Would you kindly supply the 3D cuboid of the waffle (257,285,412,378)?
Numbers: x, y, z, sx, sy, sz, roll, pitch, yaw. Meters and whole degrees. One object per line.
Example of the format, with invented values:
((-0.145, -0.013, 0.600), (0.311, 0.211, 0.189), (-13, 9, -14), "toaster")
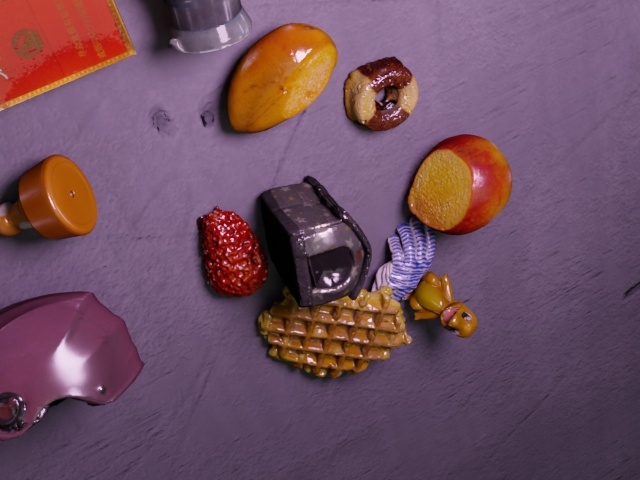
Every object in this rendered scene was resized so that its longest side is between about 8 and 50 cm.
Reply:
((0.031, 0.176, 1.514), (0.300, 0.058, 0.281), (28, 122, -27), "waffle")

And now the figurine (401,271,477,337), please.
((0.269, 0.143, 1.593), (0.122, 0.176, 0.121), (19, 110, -46), "figurine")

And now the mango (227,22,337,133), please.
((-0.072, -0.265, 1.236), (0.217, 0.102, 0.141), (-48, 150, 8), "mango")

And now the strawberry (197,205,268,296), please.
((-0.163, 0.033, 1.370), (0.121, 0.082, 0.188), (-27, 129, -7), "strawberry")

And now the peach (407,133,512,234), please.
((0.264, -0.104, 1.441), (0.192, 0.190, 0.190), (-28, 126, -8), "peach")

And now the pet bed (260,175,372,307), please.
((0.000, 0.000, 1.349), (0.159, 0.211, 0.183), (-16, 120, -15), "pet bed")

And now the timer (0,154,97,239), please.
((-0.450, -0.048, 1.174), (0.152, 0.132, 0.132), (-19, 128, 14), "timer")

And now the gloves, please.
((0.171, 0.055, 1.549), (0.119, 0.097, 0.229), (0, 116, -60), "gloves")

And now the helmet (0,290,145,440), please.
((-0.469, 0.196, 1.217), (0.338, 0.271, 0.197), (-16, 93, -12), "helmet")

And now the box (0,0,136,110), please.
((-0.405, -0.296, 1.071), (0.239, 0.074, 0.153), (-27, 130, -12), "box")

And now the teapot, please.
((-0.172, -0.405, 1.080), (0.203, 0.171, 0.225), (-46, 142, -35), "teapot")

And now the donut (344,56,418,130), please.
((0.112, -0.261, 1.354), (0.140, 0.059, 0.141), (-13, 125, -19), "donut")
